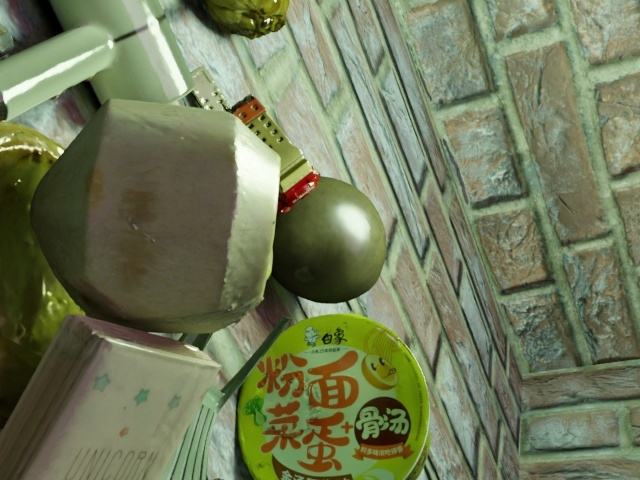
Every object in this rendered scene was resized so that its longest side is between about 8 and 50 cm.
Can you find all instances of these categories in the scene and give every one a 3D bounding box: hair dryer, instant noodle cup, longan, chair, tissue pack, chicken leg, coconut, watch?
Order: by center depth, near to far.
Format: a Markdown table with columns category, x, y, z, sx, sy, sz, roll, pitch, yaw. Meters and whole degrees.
| category | x | y | z | sx | sy | sz | roll | pitch | yaw |
| --- | --- | --- | --- | --- | --- | --- | --- | --- | --- |
| tissue pack | -0.226 | 0.228 | 0.654 | 0.170 | 0.071 | 0.325 | 30 | 88 | -56 |
| coconut | -0.154 | -0.018 | 0.708 | 0.241 | 0.241 | 0.241 | 42 | 41 | -53 |
| hair dryer | -0.299 | -0.207 | 0.877 | 0.362 | 0.128 | 0.203 | -56 | 130 | -52 |
| chair | -0.169 | 0.170 | 0.899 | 0.203 | 0.191 | 0.274 | 44 | 68 | -51 |
| watch | -0.111 | -0.165 | 1.173 | 0.102 | 0.165 | 0.268 | -39 | 102 | -16 |
| instant noodle cup | 0.045 | 0.298 | 1.202 | 0.221 | 0.312 | 0.311 | 54 | 32 | -59 |
| chicken leg | -0.193 | -0.513 | 1.259 | 0.429 | 0.153 | 0.201 | 49 | 23 | -35 |
| longan | 0.000 | 0.000 | 1.314 | 0.248 | 0.248 | 0.248 | 42 | 41 | -53 |

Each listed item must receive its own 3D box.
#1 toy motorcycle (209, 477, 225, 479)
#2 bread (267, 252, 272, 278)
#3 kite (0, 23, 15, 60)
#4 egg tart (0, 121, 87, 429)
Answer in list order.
| category | x | y | z | sx | sy | sz | roll | pitch | yaw |
| --- | --- | --- | --- | --- | --- | --- | --- | --- | --- |
| toy motorcycle | -0.109 | 0.419 | 1.035 | 0.228 | 0.074 | 0.151 | 61 | 22 | -53 |
| bread | -0.147 | -0.011 | 1.113 | 0.213 | 0.105 | 0.213 | -16 | 90 | -75 |
| kite | -0.409 | -0.270 | 0.780 | 0.127 | 0.016 | 0.229 | -77 | 146 | -51 |
| egg tart | -0.303 | 0.039 | 0.734 | 0.315 | 0.120 | 0.314 | -13 | 90 | -69 |
